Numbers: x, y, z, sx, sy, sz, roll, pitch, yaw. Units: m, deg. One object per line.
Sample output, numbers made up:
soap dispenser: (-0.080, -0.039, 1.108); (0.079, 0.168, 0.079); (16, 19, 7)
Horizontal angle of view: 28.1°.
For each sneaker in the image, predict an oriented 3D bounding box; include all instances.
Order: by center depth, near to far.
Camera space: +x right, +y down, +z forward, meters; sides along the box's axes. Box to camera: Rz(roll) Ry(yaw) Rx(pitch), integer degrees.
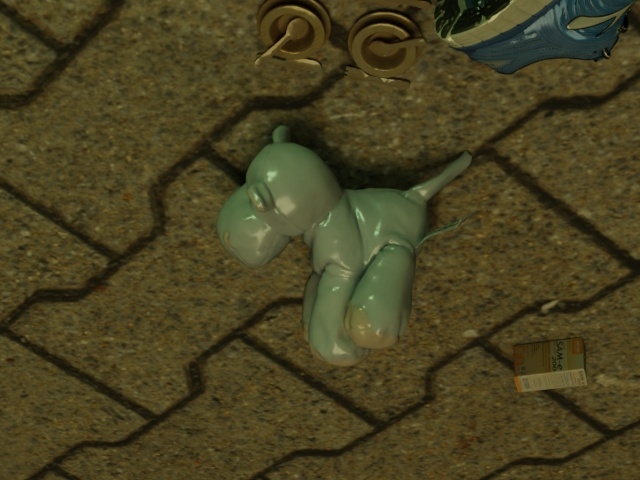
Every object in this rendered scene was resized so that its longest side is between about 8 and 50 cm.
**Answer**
sneaker: (0.287, -0.277, 1.339); (0.330, 0.129, 0.147); (-25, 140, 32)

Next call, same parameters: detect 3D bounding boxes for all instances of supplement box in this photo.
supplement box: (0.322, 0.174, 1.792); (0.098, 0.062, 0.036); (-9, 130, 15)

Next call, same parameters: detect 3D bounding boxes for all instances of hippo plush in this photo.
hippo plush: (0.000, 0.000, 1.549); (0.237, 0.234, 0.294); (29, 131, -20)

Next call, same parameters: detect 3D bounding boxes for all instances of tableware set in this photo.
tableware set: (0.021, -0.228, 1.461); (0.194, 0.039, 0.128); (10, 134, -2)
